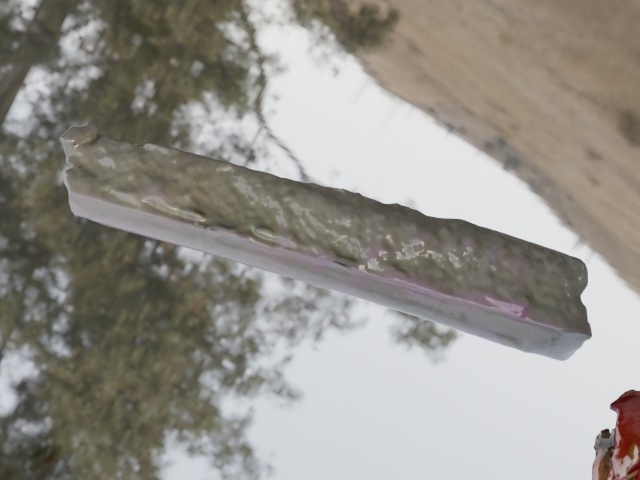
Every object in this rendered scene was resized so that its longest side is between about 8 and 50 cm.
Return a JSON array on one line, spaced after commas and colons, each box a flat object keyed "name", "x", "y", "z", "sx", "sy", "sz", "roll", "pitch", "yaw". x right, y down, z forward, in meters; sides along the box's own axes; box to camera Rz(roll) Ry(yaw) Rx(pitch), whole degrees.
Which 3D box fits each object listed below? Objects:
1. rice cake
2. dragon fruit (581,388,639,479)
[{"name": "rice cake", "x": 0.000, "y": -0.001, "z": 0.688, "sx": 0.270, "sy": 0.049, "sz": 0.055, "roll": 16, "pitch": 169, "yaw": 8}, {"name": "dragon fruit", "x": 0.160, "y": 0.177, "z": 0.564, "sx": 0.210, "sy": 0.205, "sz": 0.268, "roll": 32, "pitch": -150, "yaw": -29}]
